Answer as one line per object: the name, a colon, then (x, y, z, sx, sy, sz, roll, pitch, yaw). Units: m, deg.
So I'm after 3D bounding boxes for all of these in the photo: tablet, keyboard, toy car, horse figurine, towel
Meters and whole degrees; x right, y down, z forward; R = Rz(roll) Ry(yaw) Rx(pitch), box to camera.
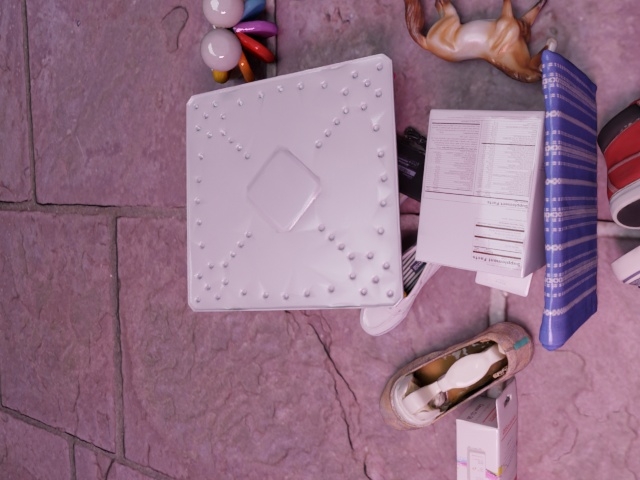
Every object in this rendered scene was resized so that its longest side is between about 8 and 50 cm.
tablet: (0.291, 0.052, 0.853, 0.083, 0.006, 0.054, 16, 103, 30)
keyboard: (0.148, -0.131, 0.900, 0.180, 0.023, 0.108, 29, 89, 20)
toy car: (-0.149, -0.388, 1.021, 0.136, 0.159, 0.182, 4, 98, -3)
horse figurine: (0.235, -0.330, 0.813, 0.263, 0.066, 0.175, 15, 97, 28)
towel: (0.314, -0.047, 0.688, 0.040, 0.243, 0.336, 1, 95, 36)

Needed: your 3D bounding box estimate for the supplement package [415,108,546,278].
supplement package: (0.245, -0.070, 0.757, 0.149, 0.194, 0.203, 10, 100, 32)

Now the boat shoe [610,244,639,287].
boat shoe: (0.537, 0.020, 0.617, 0.340, 0.127, 0.158, -30, 71, 31)

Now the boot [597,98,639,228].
boot: (0.454, -0.137, 0.637, 0.244, 0.088, 0.176, -29, 40, 44)

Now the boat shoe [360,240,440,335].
boat shoe: (0.126, 0.077, 0.920, 0.083, 0.075, 0.226, 41, 115, 23)

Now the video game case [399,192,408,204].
video game case: (0.016, -0.094, 0.946, 0.206, 0.026, 0.227, -44, 70, -2)

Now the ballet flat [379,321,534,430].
ballet flat: (0.194, 0.230, 0.875, 0.316, 0.106, 0.108, -44, 72, 28)

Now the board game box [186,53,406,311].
board game box: (-0.053, -0.081, 0.906, 0.389, 0.050, 0.390, -5, 84, 25)

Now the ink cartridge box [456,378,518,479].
ink cartridge box: (0.260, 0.320, 0.838, 0.067, 0.115, 0.198, 2, 95, 33)
